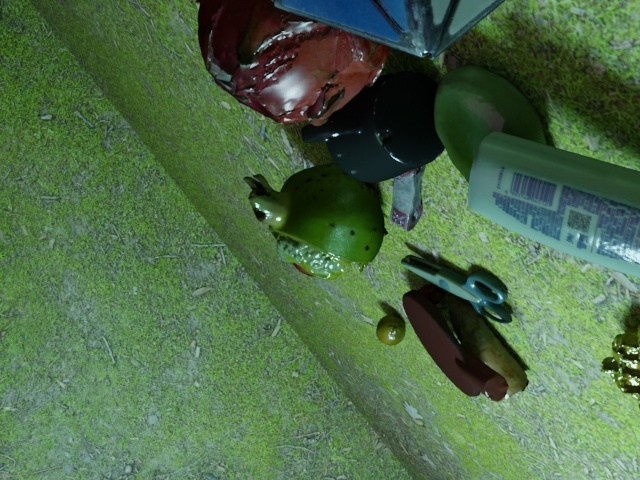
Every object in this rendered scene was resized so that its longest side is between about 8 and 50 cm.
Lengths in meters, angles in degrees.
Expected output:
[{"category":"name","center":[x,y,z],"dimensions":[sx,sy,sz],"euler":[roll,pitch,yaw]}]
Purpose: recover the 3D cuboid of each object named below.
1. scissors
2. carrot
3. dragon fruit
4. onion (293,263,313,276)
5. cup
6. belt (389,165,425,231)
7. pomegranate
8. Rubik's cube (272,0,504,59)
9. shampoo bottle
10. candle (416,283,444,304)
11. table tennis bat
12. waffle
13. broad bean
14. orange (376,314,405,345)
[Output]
[{"category":"scissors","center":[0.280,0.087,1.507],"dimensions":[0.289,0.041,0.138],"euler":[25,150,44]},{"category":"carrot","center":[0.354,0.224,1.570],"dimensions":[0.263,0.102,0.102],"euler":[56,162,-6]},{"category":"dragon fruit","center":[-0.029,-0.316,1.022],"dimensions":[0.295,0.302,0.295],"euler":[31,176,2]},{"category":"onion","center":[0.000,0.000,1.829],"dimensions":[0.159,0.159,0.195],"euler":[40,140,24]},{"category":"cup","center":[0.086,-0.177,1.126],"dimensions":[0.176,0.223,0.169],"euler":[0,99,61]},{"category":"belt","center":[0.166,-0.095,1.357],"dimensions":[0.053,0.071,0.232],"euler":[34,162,20]},{"category":"pomegranate","center":[-0.012,-0.053,1.522],"dimensions":[0.340,0.261,0.260],"euler":[22,178,-32]},{"category":"Rubik's cube","center":[0.078,-0.366,0.680],"dimensions":[0.259,0.254,0.260],"euler":[36,157,38]},{"category":"shampoo bottle","center":[0.360,-0.025,0.874],"dimensions":[0.359,0.078,0.134],"euler":[22,132,27]},{"category":"candle","center":[0.252,0.129,1.674],"dimensions":[0.048,0.053,0.162],"euler":[6,172,-9]},{"category":"table tennis bat","center":[0.285,0.244,1.571],"dimensions":[0.268,0.051,0.414],"euler":[61,172,-18]},{"category":"waffle","center":[0.557,0.216,1.068],"dimensions":[0.238,0.058,0.243],"euler":[49,153,3]},{"category":"broad bean","center":[0.246,-0.145,1.023],"dimensions":[0.169,0.100,0.228],"euler":[9,126,52]},{"category":"orange","center":[0.197,0.248,1.980],"dimensions":[0.085,0.085,0.095],"euler":[47,159,4]}]
